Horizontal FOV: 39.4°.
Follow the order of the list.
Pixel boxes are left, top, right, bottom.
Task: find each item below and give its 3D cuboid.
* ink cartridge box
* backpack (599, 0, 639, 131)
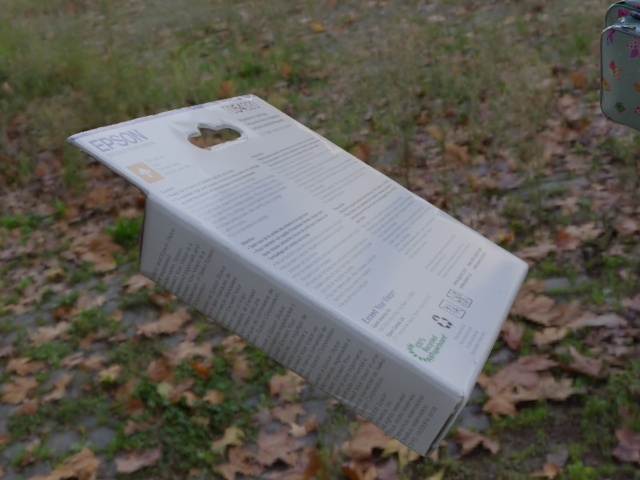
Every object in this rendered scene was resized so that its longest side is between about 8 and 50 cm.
[{"bbox_3d":[0.000,0.000,0.748,0.330,0.071,0.324,32,23,11],"label":"ink cartridge box"},{"bbox_3d":[0.432,-0.207,1.068,0.188,0.165,0.144,24,51,38],"label":"backpack"}]
